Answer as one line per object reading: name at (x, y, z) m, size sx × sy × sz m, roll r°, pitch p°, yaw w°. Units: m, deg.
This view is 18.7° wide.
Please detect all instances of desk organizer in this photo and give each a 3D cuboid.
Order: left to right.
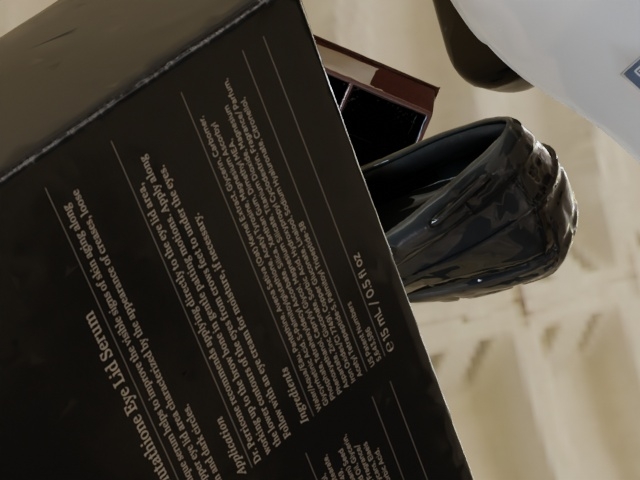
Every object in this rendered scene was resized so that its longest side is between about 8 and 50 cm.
desk organizer at (-0.009, -0.076, 0.974) m, size 0.130 × 0.047 × 0.050 m, roll 23°, pitch -161°, yaw -3°

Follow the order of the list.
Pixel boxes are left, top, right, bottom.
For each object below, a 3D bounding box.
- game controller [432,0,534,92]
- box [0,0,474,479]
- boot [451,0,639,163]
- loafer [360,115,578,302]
game controller at (0.191, -0.209, 1.062) m, size 0.067 × 0.319 × 0.166 m, roll 41°, pitch -154°, yaw -27°
box at (-0.059, 0.072, 0.619) m, size 0.184 × 0.103 × 0.261 m, roll -40°, pitch -58°, yaw -33°
boot at (0.102, -0.082, 0.661) m, size 0.190 × 0.069 × 0.086 m, roll 46°, pitch -156°, yaw -22°
loafer at (0.000, 0.000, 0.848) m, size 0.078 × 0.223 × 0.076 m, roll 57°, pitch -155°, yaw -36°
